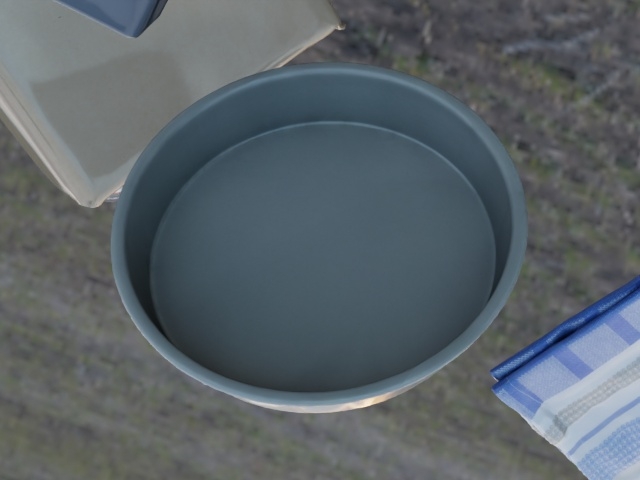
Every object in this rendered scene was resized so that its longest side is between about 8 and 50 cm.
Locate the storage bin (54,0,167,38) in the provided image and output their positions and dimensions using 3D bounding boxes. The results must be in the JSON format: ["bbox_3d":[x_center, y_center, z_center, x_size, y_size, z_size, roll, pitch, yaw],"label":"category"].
[{"bbox_3d":[-0.149,-0.198,1.093,0.135,0.098,0.091,26,120,2],"label":"storage bin"}]

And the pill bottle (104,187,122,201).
[{"bbox_3d":[-0.238,-0.099,1.867,0.108,0.108,0.180,20,175,-2],"label":"pill bottle"}]

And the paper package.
[{"bbox_3d":[-0.198,-0.246,1.496,0.324,0.309,0.168,58,164,-21],"label":"paper package"}]

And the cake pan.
[{"bbox_3d":[0.000,0.000,1.167,0.293,0.293,0.054,13,148,15],"label":"cake pan"}]

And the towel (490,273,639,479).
[{"bbox_3d":[0.309,0.149,1.526,0.209,0.034,0.285,-35,129,15],"label":"towel"}]
